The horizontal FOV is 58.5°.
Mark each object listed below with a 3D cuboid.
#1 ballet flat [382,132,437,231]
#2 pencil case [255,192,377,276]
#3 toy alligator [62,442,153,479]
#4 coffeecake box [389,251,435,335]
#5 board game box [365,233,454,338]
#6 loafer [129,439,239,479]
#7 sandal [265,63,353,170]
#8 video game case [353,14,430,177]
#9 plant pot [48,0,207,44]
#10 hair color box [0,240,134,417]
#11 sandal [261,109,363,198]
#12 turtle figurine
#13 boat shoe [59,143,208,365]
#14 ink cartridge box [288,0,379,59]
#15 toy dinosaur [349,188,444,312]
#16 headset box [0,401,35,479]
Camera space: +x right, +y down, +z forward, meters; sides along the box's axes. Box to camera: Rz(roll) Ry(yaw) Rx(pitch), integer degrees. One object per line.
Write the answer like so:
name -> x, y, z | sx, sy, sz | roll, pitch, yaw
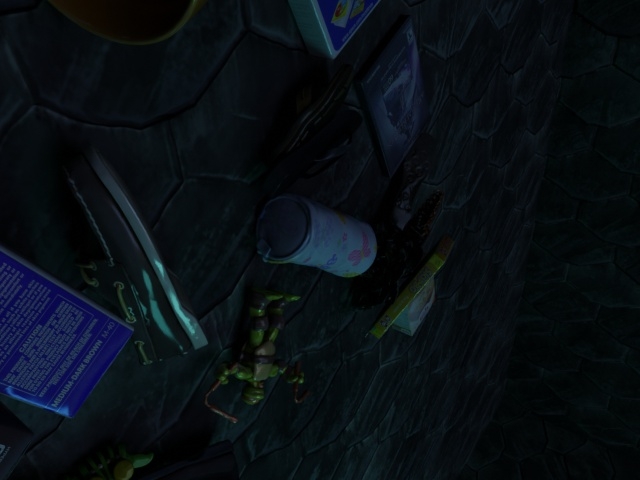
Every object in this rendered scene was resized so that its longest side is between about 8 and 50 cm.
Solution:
ballet flat -> 0.200, -0.133, 1.318 | 0.084, 0.058, 0.250 | 24, 80, -20
pencil case -> 0.000, 0.000, 1.023 | 0.273, 0.113, 0.124 | 14, 105, -58
toy alligator -> -0.322, 0.327, 0.777 | 0.189, 0.056, 0.051 | -25, 89, -34
coffeecake box -> 0.241, 0.138, 1.516 | 0.142, 0.068, 0.186 | -50, 144, -31
board game box -> 0.189, 0.107, 1.229 | 0.259, 0.039, 0.124 | -52, 175, 29
loafer -> -0.227, 0.394, 0.879 | 0.109, 0.095, 0.302 | -36, 162, 25
sandal -> -0.023, -0.207, 0.924 | 0.219, 0.060, 0.090 | -50, 173, -3
video game case -> 0.157, -0.290, 1.187 | 0.196, 0.026, 0.274 | -56, 145, -21
plant pot -> -0.160, -0.322, 0.534 | 0.205, 0.205, 0.188 | 77, 29, -42
hair color box -> -0.330, 0.016, 0.452 | 0.110, 0.185, 0.339 | -57, 146, -17
sandal -> -0.003, -0.135, 0.952 | 0.254, 0.054, 0.097 | -46, 175, -38
turtle figurine -> -0.098, 0.196, 1.009 | 0.269, 0.087, 0.218 | 16, 86, -50
boat shoe -> -0.233, 0.037, 0.689 | 0.096, 0.117, 0.325 | -26, 135, -12
ink cartridge box -> 0.033, -0.489, 0.846 | 0.304, 0.072, 0.307 | -55, 143, -22
toy dinosaur -> 0.147, 0.026, 1.226 | 0.218, 0.164, 0.322 | -10, 118, -59
headset box -> -0.373, 0.107, 0.406 | 0.110, 0.218, 0.293 | -58, 147, -16
